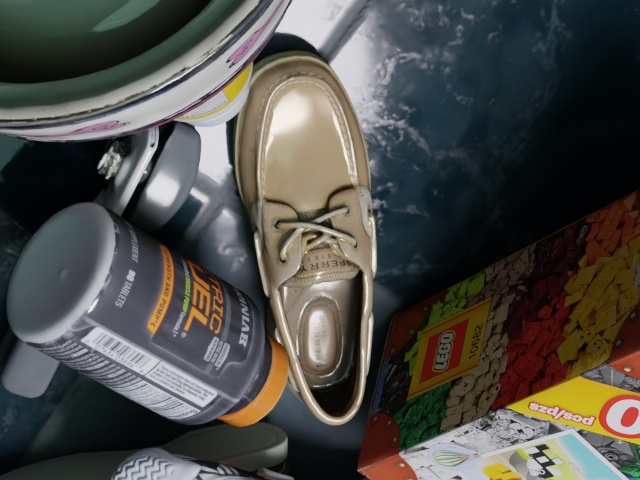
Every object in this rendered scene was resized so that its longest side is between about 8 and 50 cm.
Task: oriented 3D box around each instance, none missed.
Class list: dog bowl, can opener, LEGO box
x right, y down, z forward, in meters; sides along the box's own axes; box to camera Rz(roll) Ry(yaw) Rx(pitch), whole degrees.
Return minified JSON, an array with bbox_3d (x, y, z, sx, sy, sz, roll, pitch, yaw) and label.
[{"bbox_3d":[-0.186,-0.255,1.331,0.408,0.150,0.408,-2,75,8],"label":"dog bowl"},{"bbox_3d":[-0.197,0.016,1.582,0.093,0.074,0.280,27,104,-23],"label":"can opener"},{"bbox_3d":[0.349,0.199,1.631,0.500,0.193,0.372,35,139,-24],"label":"LEGO box"}]

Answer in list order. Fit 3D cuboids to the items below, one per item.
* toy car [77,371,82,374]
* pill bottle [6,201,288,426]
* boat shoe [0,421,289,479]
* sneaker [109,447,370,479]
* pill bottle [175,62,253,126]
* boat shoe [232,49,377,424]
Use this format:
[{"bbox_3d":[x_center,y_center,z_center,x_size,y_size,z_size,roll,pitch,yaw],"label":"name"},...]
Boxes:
[{"bbox_3d":[-0.173,0.089,1.626,0.060,0.122,0.040,12,110,27],"label":"toy car"},{"bbox_3d":[-0.136,0.075,1.527,0.130,0.130,0.246,-49,131,9],"label":"pill bottle"},{"bbox_3d":[-0.174,0.245,1.665,0.305,0.109,0.091,-10,109,-14],"label":"boat shoe"},{"bbox_3d":[-0.016,0.278,1.620,0.366,0.210,0.137,25,100,-2],"label":"sneaker"},{"bbox_3d":[-0.112,-0.157,1.470,0.103,0.184,0.103,-3,74,9],"label":"pill bottle"},{"bbox_3d":[0.000,0.000,1.603,0.121,0.110,0.341,-13,115,-8],"label":"boat shoe"}]
